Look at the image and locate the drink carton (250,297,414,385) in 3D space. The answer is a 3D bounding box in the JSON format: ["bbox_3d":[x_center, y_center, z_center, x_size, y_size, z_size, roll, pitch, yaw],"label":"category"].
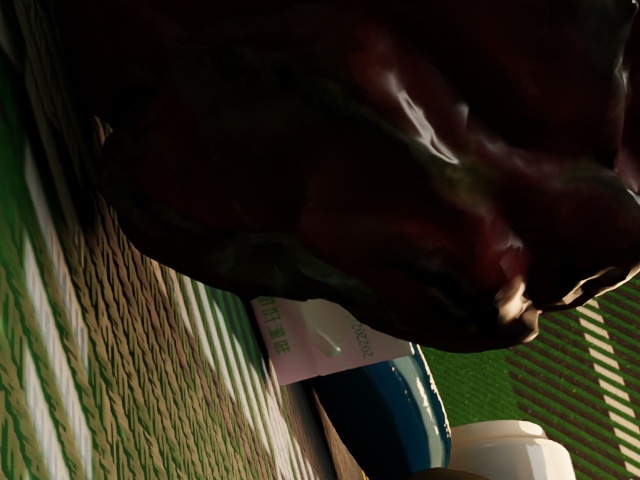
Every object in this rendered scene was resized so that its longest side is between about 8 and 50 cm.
[{"bbox_3d":[-0.004,-0.039,0.850,0.271,0.108,0.161,-96,170,-61],"label":"drink carton"}]

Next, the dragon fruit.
[{"bbox_3d":[0.045,-0.110,0.481,0.329,0.329,0.329,-13,90,-85],"label":"dragon fruit"}]

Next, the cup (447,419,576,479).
[{"bbox_3d":[0.182,0.389,1.305,0.323,0.237,0.327,23,48,-45],"label":"cup"}]

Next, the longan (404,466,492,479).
[{"bbox_3d":[0.116,0.287,0.976,0.167,0.167,0.187,-95,174,-60],"label":"longan"}]

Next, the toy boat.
[{"bbox_3d":[0.053,0.148,1.002,0.062,0.096,0.299,-56,138,-32],"label":"toy boat"}]
